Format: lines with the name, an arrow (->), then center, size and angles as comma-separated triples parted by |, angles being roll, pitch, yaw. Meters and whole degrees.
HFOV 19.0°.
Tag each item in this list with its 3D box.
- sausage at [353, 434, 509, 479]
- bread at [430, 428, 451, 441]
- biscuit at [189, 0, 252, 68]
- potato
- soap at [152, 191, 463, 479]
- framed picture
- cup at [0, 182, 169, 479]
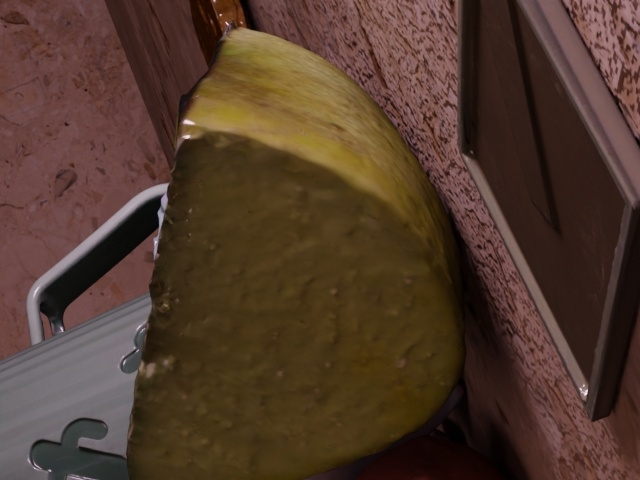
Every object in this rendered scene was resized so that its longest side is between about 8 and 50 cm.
sausage -> 0.072, 0.237, 1.441 | 0.148, 0.148, 0.254 | 67, 149, 28
bread -> 0.087, 0.219, 1.593 | 0.125, 0.082, 0.106 | 69, 167, -10
biscuit -> -0.106, -0.248, 1.965 | 0.290, 0.041, 0.208 | 90, 159, -67
potato -> 0.000, 0.000, 1.334 | 0.280, 0.213, 0.330 | -78, 1, -53
soap -> -0.029, 0.059, 1.570 | 0.109, 0.193, 0.324 | 22, -151, -41
framed picture -> 0.110, -0.034, 0.959 | 0.260, 0.023, 0.189 | 84, 164, -63
cup -> -0.155, 0.169, 2.051 | 0.401, 0.392, 0.310 | -99, -14, -51
